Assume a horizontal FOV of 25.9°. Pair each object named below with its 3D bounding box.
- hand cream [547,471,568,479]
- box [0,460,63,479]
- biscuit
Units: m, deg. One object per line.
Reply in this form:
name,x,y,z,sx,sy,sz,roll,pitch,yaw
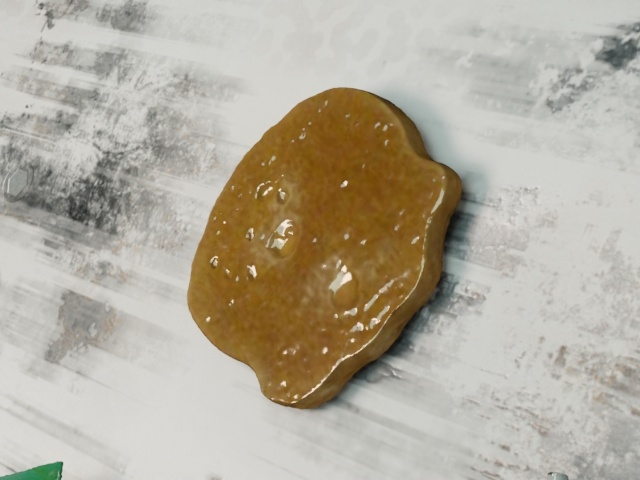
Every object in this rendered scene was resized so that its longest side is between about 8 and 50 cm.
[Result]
hand cream,0.243,0.346,1.422,0.052,0.038,0.216,-23,59,59
box,-0.441,0.460,1.876,0.337,0.106,0.264,-17,60,32
biscuit,0.001,0.001,1.760,0.385,0.062,0.365,-53,49,7
